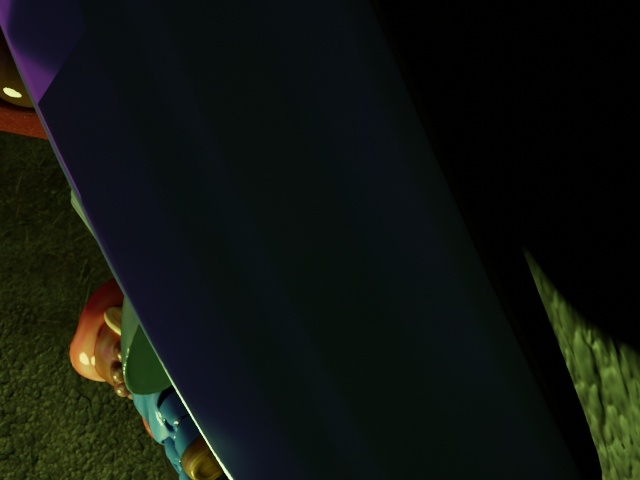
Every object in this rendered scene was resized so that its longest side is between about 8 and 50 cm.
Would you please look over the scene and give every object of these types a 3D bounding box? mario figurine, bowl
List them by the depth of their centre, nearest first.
[{"bbox_3d":[-0.007,-0.068,0.496,0.391,0.077,0.391,-23,-90,-82],"label":"bowl"},{"bbox_3d":[-0.145,0.143,1.663,0.198,0.170,0.320,-59,46,21],"label":"mario figurine"}]

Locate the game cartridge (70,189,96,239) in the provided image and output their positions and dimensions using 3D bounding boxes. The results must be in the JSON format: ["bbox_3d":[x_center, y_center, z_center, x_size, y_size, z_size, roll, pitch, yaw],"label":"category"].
[{"bbox_3d":[-0.109,0.061,1.256,0.196,0.060,0.294,48,172,15],"label":"game cartridge"}]

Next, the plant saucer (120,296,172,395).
[{"bbox_3d":[-0.046,-0.008,0.774,0.037,0.195,0.195,37,156,14],"label":"plant saucer"}]

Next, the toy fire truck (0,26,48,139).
[{"bbox_3d":[-0.150,-0.142,0.811,0.302,0.254,0.169,89,180,-64],"label":"toy fire truck"}]
